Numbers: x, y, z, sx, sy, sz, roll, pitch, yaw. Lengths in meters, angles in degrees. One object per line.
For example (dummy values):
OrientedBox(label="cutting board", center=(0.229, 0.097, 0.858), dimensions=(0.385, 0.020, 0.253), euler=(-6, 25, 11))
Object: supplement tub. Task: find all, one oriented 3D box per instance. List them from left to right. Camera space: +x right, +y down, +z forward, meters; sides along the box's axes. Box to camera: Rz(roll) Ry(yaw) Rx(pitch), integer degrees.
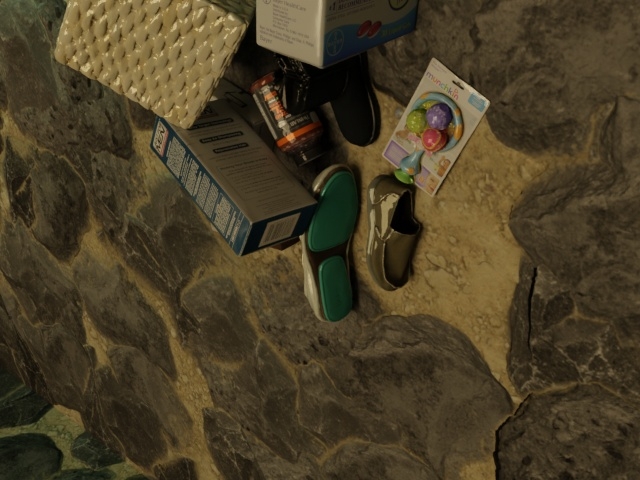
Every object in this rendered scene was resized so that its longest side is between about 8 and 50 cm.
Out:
OrientedBox(label="supplement tub", center=(-0.061, -0.256, 1.607), dimensions=(0.106, 0.106, 0.197), euler=(-22, 97, 50))

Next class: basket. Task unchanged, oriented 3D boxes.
OrientedBox(label="basket", center=(-0.305, -0.454, 1.502), dimensions=(0.328, 0.266, 0.331), euler=(27, 137, -15))

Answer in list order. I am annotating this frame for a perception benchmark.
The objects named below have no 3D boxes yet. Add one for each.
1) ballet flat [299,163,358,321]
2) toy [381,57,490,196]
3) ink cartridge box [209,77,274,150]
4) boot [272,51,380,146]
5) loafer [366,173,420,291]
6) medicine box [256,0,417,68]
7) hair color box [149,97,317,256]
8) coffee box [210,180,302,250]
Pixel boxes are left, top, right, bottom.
OrientedBox(label="ballet flat", center=(0.000, 0.000, 1.696), dimensions=(0.139, 0.139, 0.400), euler=(25, 131, 34))
OrientedBox(label="toy", center=(0.196, -0.196, 1.416), dimensions=(0.137, 0.056, 0.237), euler=(43, 137, 17))
OrientedBox(label="ink cartridge box", center=(-0.202, -0.262, 1.762), dimensions=(0.203, 0.086, 0.148), euler=(36, 134, 25))
OrientedBox(label="boot", center=(0.007, -0.268, 1.448), dimensions=(0.094, 0.207, 0.246), euler=(13, 123, 41))
OrientedBox(label="loafer", center=(0.148, -0.006, 1.550), dimensions=(0.087, 0.094, 0.251), euler=(17, 124, 44))
OrientedBox(label="medicine box", center=(0.036, -0.466, 1.253), dimensions=(0.149, 0.263, 0.289), euler=(28, 131, 31))
OrientedBox(label="hair color box", center=(-0.184, -0.138, 1.587), dimensions=(0.347, 0.174, 0.105), euler=(50, 137, 24))
OrientedBox(label="coffee box", center=(-0.155, -0.080, 1.815), dimensions=(0.247, 0.098, 0.141), euler=(14, 123, 40))
